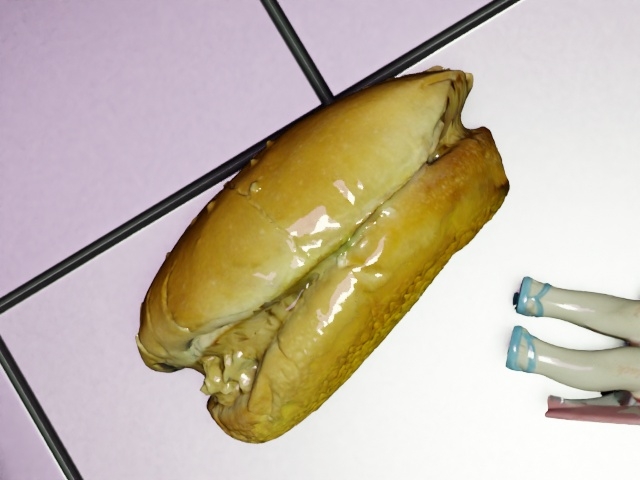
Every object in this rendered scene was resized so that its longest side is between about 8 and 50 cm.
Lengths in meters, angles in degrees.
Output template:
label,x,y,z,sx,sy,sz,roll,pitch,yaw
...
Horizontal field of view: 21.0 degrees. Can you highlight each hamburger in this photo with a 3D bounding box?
label,x,y,z,sx,sy,sz,roll,pitch,yaw
hamburger,0.000,0.000,1.071,0.144,0.156,0.283,43,94,5

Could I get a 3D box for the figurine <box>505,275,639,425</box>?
label,x,y,z,sx,sy,sz,roll,pitch,yaw
figurine,0.249,0.065,1.089,0.260,0.103,0.205,11,53,6
